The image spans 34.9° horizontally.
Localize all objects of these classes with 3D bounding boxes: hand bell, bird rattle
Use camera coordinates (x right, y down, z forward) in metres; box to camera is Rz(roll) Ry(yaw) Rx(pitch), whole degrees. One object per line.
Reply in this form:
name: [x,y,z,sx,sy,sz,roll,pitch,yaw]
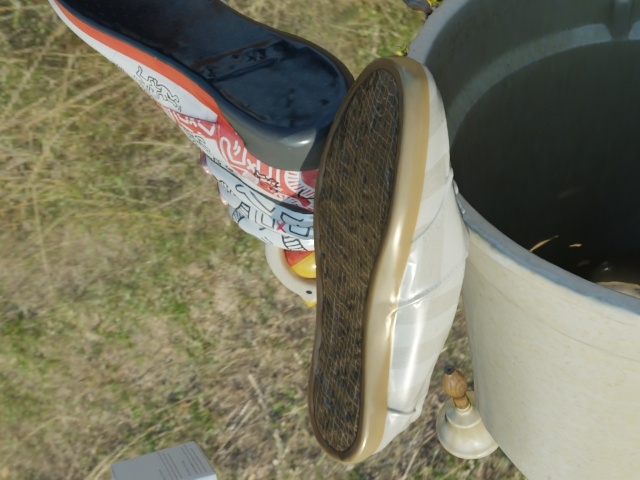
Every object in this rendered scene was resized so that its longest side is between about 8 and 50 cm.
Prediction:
hand bell: [0.237,0.267,1.703,0.126,0.242,0.126,-8,58,12]
bird rattle: [0.000,0.000,1.597,0.207,0.143,0.253,-36,106,25]

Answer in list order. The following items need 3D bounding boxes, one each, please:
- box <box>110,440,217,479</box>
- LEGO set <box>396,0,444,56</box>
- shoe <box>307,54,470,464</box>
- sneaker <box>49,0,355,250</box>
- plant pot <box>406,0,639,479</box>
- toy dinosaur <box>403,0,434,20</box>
box: [-0.138,0.255,0.938,0.087,0.102,0.101,-13,100,-17]
LEGO set: [0.184,-0.246,1.004,0.255,0.331,0.192,-13,135,30]
shoe: [0.036,0.012,0.523,0.076,0.058,0.219,38,128,51]
sneaker: [-0.079,-0.100,0.639,0.090,0.145,0.270,-41,63,-18]
plant pot: [0.218,0.019,0.677,0.334,0.333,0.305,16,141,17]
toy dinosaur: [0.261,-0.351,1.677,0.127,0.200,0.295,-43,76,14]
